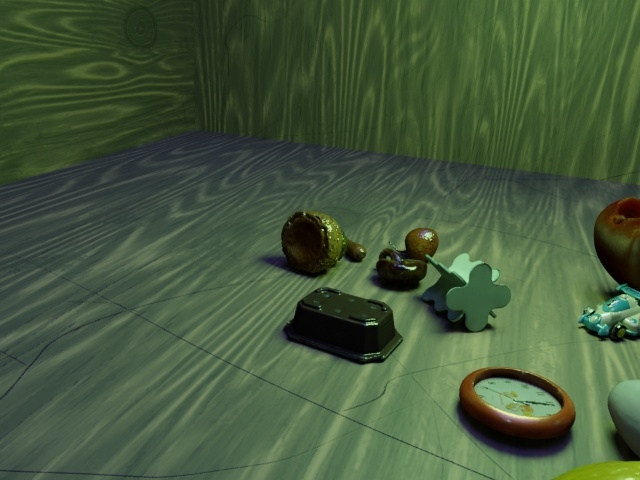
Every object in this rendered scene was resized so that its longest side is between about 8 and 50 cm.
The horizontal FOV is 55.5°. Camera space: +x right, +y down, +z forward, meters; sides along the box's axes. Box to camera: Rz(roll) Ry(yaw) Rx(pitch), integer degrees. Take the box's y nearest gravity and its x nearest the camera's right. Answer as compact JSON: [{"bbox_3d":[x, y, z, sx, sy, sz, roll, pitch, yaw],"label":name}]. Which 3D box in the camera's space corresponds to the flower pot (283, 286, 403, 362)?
[{"bbox_3d":[0.053,0.174,1.354,0.251,0.084,0.179,14,23,26],"label":"flower pot"}]

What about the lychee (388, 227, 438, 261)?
[{"bbox_3d":[0.293,0.015,1.820,0.101,0.140,0.114,-1,59,-25],"label":"lychee"}]

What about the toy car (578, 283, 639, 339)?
[{"bbox_3d":[0.707,0.167,1.457,0.162,0.098,0.126,-3,19,-22],"label":"toy car"}]

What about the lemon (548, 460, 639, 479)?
[{"bbox_3d":[0.300,0.368,0.545,0.337,0.335,0.336,3,20,-1],"label":"lemon"}]

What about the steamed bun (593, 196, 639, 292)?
[{"bbox_3d":[0.896,0.055,1.564,0.380,0.248,0.235,17,16,-11],"label":"steamed bun"}]

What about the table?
[{"bbox_3d":[0.339,0.110,1.490,0.167,0.166,0.198,-2,13,-15],"label":"table"}]

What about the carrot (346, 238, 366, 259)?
[{"bbox_3d":[0.084,0.015,1.859,0.048,0.048,0.216,-4,16,-19],"label":"carrot"}]

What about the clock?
[{"bbox_3d":[0.358,0.296,1.116,0.206,0.051,0.205,3,19,-1],"label":"clock"}]

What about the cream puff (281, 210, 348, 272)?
[{"bbox_3d":[0.000,0.000,1.724,0.184,0.183,0.169,18,12,34],"label":"cream puff"}]

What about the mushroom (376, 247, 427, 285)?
[{"bbox_3d":[0.211,0.075,1.660,0.135,0.080,0.171,6,16,-30],"label":"mushroom"}]

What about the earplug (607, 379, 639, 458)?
[{"bbox_3d":[0.573,0.316,0.968,0.173,0.172,0.301,-2,15,-13],"label":"earplug"}]
